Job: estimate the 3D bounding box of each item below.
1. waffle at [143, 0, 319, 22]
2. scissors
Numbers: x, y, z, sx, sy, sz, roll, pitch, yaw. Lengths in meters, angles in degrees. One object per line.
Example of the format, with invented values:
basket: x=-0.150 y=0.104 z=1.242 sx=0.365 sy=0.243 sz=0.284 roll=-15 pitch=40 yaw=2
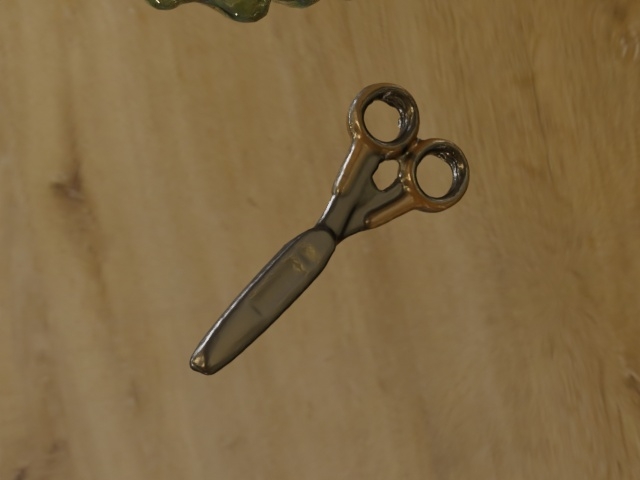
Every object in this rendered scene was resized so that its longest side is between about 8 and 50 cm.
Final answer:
waffle: x=-0.120 y=-0.228 z=1.132 sx=0.292 sy=0.309 sz=0.056 roll=3 pitch=119 yaw=-21
scissors: x=0.000 y=0.000 z=0.967 sx=0.088 sy=0.017 sz=0.220 roll=47 pitch=62 yaw=-8
